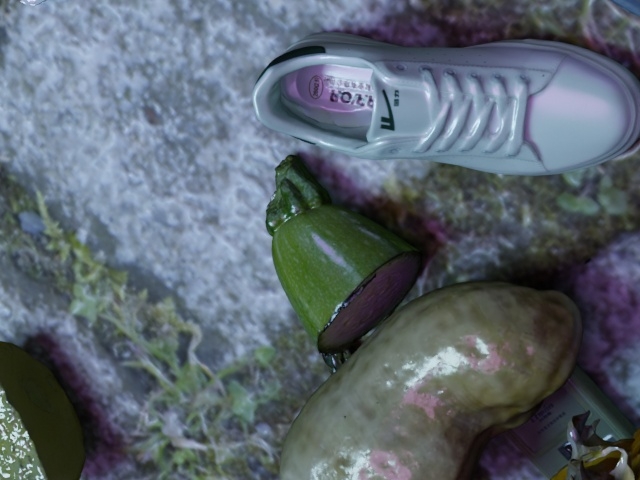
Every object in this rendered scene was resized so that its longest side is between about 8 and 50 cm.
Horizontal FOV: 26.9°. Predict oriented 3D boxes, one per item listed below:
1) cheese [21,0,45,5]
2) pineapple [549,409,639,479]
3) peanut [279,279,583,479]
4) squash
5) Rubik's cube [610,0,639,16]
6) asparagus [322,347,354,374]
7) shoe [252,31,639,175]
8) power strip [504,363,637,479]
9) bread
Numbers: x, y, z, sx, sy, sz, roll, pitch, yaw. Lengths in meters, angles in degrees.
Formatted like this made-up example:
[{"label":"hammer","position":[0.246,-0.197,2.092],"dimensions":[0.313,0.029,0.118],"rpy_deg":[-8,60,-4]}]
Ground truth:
[{"label":"cheese","position":[-0.129,-0.234,0.971],"dimensions":[0.251,0.054,0.127],"rpy_deg":[-21,98,27]},{"label":"pineapple","position":[0.245,0.245,0.753],"dimensions":[0.352,0.300,0.353],"rpy_deg":[5,98,39]},{"label":"peanut","position":[0.077,0.120,0.947],"dimensions":[0.253,0.122,0.137],"rpy_deg":[-49,46,13]},{"label":"squash","position":[-0.005,0.003,0.980],"dimensions":[0.132,0.105,0.105],"rpy_deg":[46,118,18]},{"label":"Rubik's cube","position":[0.275,-0.213,0.668],"dimensions":[0.259,0.253,0.256],"rpy_deg":[28,115,-4]},{"label":"asparagus","position":[0.037,0.174,1.043],"dimensions":[0.034,0.027,0.236],"rpy_deg":[-9,103,14]},{"label":"shoe","position":[0.078,-0.086,0.900],"dimensions":[0.264,0.110,0.095],"rpy_deg":[8,108,23]},{"label":"power strip","position":[0.199,0.159,0.969],"dimensions":[0.169,0.028,0.076],"rpy_deg":[47,118,3]},{"label":"bread","position":[-0.255,0.160,1.108],"dimensions":[0.086,0.125,0.156],"rpy_deg":[-32,82,20]}]
